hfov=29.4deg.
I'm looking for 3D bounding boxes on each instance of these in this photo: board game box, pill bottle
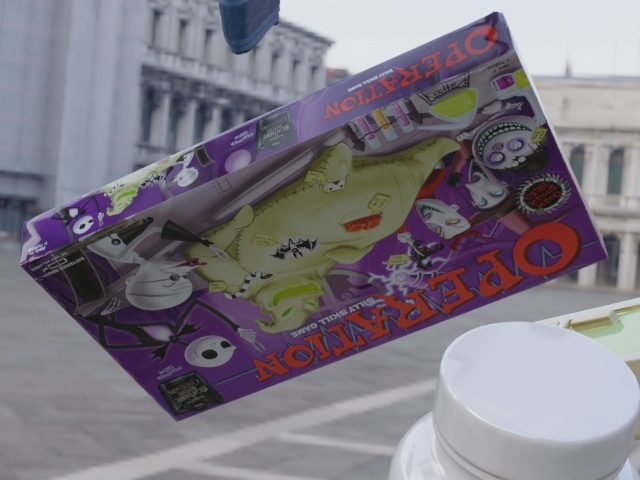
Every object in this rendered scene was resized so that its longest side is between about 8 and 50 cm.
[{"bbox_3d":[0.000,0.000,0.829,0.347,0.056,0.208,-23,-42,14],"label":"board game box"},{"bbox_3d":[0.069,0.119,0.458,0.094,0.169,0.094,4,31,-2],"label":"pill bottle"}]

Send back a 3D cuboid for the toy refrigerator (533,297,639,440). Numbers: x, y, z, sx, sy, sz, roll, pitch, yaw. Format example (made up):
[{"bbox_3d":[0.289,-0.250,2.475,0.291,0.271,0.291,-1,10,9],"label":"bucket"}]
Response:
[{"bbox_3d":[0.250,0.122,1.125,0.102,0.094,0.269,-45,13,-33],"label":"toy refrigerator"}]

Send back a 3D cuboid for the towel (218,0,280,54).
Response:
[{"bbox_3d":[-0.057,-0.206,0.922,0.029,0.119,0.067,17,44,20],"label":"towel"}]
